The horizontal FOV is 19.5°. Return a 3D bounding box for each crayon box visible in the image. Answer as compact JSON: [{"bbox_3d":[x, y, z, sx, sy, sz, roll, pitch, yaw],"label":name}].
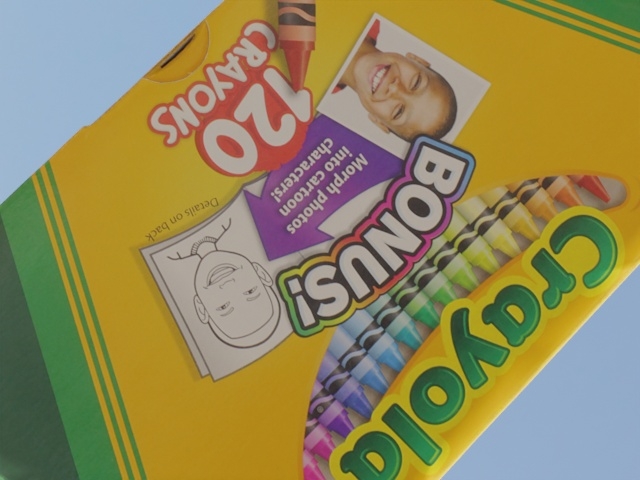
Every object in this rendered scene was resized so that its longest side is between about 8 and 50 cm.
[{"bbox_3d":[0.000,0.000,0.648,0.278,0.165,0.081,-45,-177,-15],"label":"crayon box"}]
